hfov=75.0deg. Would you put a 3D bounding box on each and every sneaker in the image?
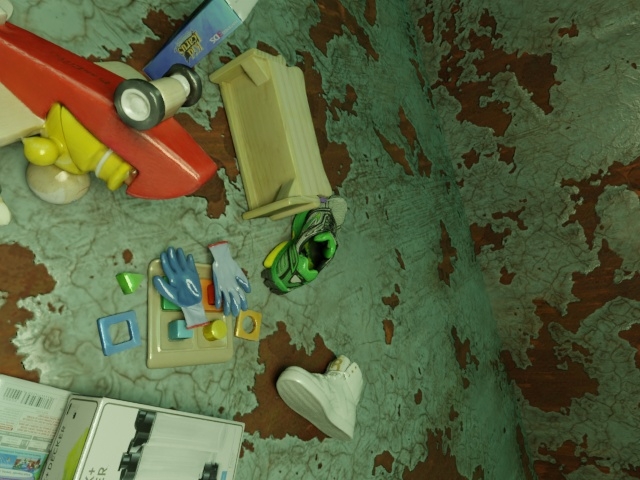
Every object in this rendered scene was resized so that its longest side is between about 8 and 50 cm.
[{"bbox_3d":[0.008,0.335,0.994,0.293,0.108,0.169,57,40,-36],"label":"sneaker"},{"bbox_3d":[0.000,0.000,1.046,0.134,0.146,0.344,54,43,-24],"label":"sneaker"}]

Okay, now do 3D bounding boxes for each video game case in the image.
[{"bbox_3d":[-0.212,-0.447,0.831,0.061,0.269,0.244,42,49,-33],"label":"video game case"},{"bbox_3d":[-0.387,0.312,0.582,0.212,0.023,0.194,37,52,-39],"label":"video game case"}]

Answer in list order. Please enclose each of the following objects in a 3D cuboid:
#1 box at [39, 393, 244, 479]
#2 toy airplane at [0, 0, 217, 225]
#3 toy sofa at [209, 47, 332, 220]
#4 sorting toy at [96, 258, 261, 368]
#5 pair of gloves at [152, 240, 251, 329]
[{"bbox_3d":[-0.259,0.349,0.644,0.290,0.087,0.169,40,50,-45],"label":"box"},{"bbox_3d":[-0.387,-0.176,0.587,0.386,0.273,0.384,-5,45,-42],"label":"toy airplane"},{"bbox_3d":[-0.113,-0.235,0.981,0.177,0.150,0.363,-13,89,-56],"label":"toy sofa"},{"bbox_3d":[-0.235,0.138,0.798,0.347,0.047,0.196,12,70,-48],"label":"sorting toy"},{"bbox_3d":[-0.219,0.081,0.792,0.198,0.023,0.159,-12,79,-51],"label":"pair of gloves"}]
